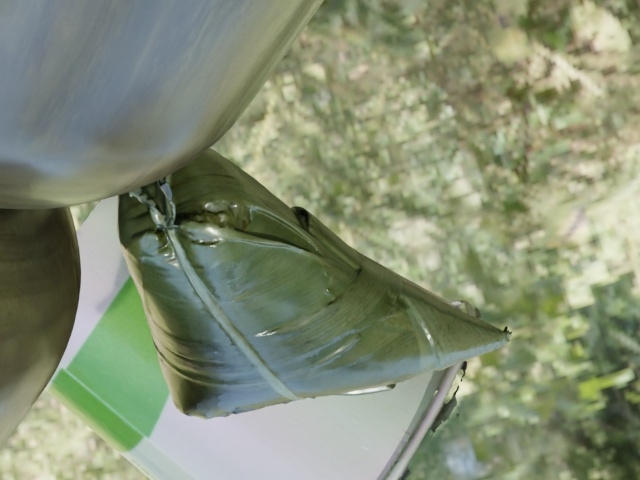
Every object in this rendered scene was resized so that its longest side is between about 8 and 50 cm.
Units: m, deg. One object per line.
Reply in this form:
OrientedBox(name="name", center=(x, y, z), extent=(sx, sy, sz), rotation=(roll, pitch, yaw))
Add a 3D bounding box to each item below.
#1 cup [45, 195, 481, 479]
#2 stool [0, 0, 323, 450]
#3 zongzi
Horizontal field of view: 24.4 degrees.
OrientedBox(name="cup", center=(-0.064, 0.078, 1.046), extent=(0.274, 0.253, 0.253), rotation=(35, 141, -6))
OrientedBox(name="stool", center=(-0.102, -0.071, 0.393), extent=(0.179, 0.179, 0.264), rotation=(13, 124, -45))
OrientedBox(name="zongzi", center=(0.000, 0.000, 0.498), extent=(0.130, 0.062, 0.154), rotation=(-5, 142, 3))
